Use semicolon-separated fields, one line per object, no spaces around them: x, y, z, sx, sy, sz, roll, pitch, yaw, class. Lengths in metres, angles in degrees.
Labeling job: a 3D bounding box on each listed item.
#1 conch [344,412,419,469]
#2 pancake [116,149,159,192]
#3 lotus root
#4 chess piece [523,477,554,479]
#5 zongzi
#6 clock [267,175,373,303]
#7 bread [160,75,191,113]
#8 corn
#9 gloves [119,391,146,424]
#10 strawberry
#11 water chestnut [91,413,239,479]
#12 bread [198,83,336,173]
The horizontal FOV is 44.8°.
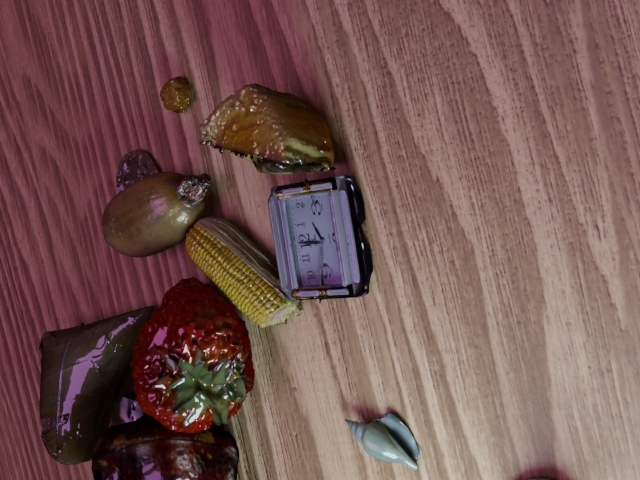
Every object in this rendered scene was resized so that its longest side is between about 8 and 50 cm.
0.126;0.394;1.553;0.180;0.088;0.065;24;156;25;conch
-0.440;-0.143;1.895;0.158;0.028;0.158;6;101;33;pancake
-0.369;-0.063;1.768;0.343;0.151;0.169;-22;102;39;lotus root
0.326;0.519;1.270;0.176;0.298;0.175;6;100;34;chess piece
-0.551;0.369;1.955;0.393;0.174;0.356;-18;69;32;zongzi
0.000;0.000;1.554;0.186;0.083;0.253;-5;95;38;clock
-0.328;-0.331;1.764;0.081;0.046;0.083;32;118;34;bread
-0.170;0.070;1.684;0.123;0.122;0.305;-42;70;-11;corn
-0.467;0.504;1.986;0.128;0.111;0.212;-2;95;18;gloves
-0.286;0.235;1.718;0.351;0.267;0.312;35;112;64;strawberry
-0.349;0.495;1.795;0.335;0.335;0.346;-22;55;37;water chestnut
-0.086;-0.211;1.517;0.262;0.204;0.162;22;99;36;bread
